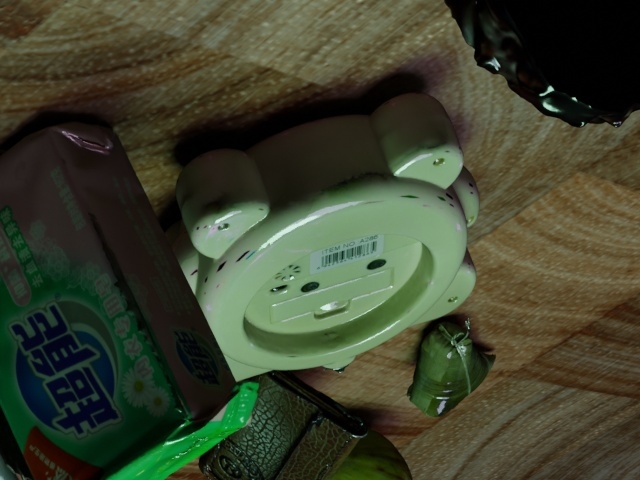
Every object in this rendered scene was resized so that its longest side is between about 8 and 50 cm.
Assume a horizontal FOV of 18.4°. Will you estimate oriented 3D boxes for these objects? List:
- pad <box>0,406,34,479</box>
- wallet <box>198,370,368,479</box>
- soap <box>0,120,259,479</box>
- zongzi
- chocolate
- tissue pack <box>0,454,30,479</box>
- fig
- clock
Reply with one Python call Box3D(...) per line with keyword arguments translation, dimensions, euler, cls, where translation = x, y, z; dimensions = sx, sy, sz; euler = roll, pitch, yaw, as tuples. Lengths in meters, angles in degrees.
Box3D(translation=(-0.231, 0.140, 1.656), dimensions=(0.004, 0.220, 0.330), euler=(-34, 154, 5), cls="pad")
Box3D(translation=(-0.046, 0.219, 2.066), dimensions=(0.039, 0.133, 0.243), euler=(-48, 174, -37), cls="wallet")
Box3D(translation=(-0.183, 0.061, 1.496), dimensions=(0.218, 0.273, 0.098), euler=(-37, 161, 32), cls="soap")
Box3D(translation=(0.158, 0.105, 2.103), dimensions=(0.130, 0.062, 0.154), euler=(-29, 146, -34), cls="zongzi")
Box3D(translation=(0.146, -0.175, 1.408), dimensions=(0.206, 0.224, 0.177), euler=(-44, -161, -31), cls="chocolate")
Box3D(translation=(-0.355, 0.311, 1.889), dimensions=(0.245, 0.123, 0.332), euler=(-27, 124, -5), cls="tissue pack")
Box3D(translation=(0.021, 0.246, 2.146), dimensions=(0.151, 0.151, 0.259), euler=(-20, 148, -2), cls="fig")
Box3D(translation=(0.000, 0.000, 1.693), dimensions=(0.284, 0.114, 0.309), euler=(-16, 152, -8), cls="clock")
